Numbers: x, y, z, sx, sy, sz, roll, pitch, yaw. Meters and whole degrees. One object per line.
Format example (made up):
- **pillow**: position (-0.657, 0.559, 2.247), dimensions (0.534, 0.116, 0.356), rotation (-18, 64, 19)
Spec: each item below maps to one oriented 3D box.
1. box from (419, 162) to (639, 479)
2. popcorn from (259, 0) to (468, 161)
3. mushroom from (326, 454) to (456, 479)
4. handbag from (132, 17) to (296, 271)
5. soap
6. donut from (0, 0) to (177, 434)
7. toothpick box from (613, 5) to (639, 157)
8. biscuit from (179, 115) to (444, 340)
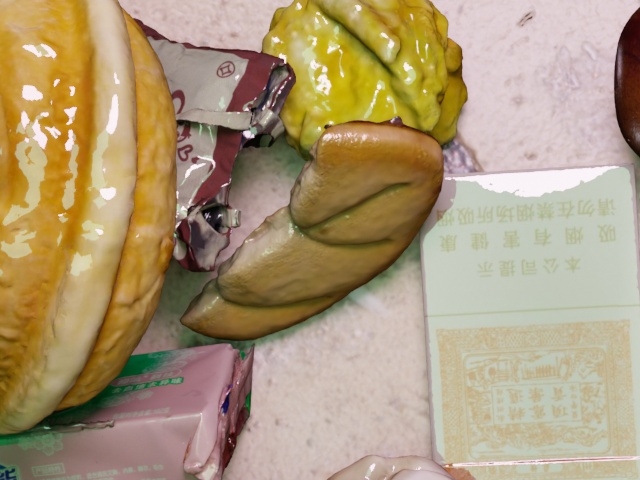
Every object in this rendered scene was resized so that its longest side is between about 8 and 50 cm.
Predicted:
- **box**: position (0.199, 0.116, 1.477), dimensions (0.205, 0.051, 0.365), rotation (-3, 87, 7)
- **popcorn**: position (0.041, -0.153, 1.468), dimensions (0.198, 0.155, 0.197), rotation (5, 104, 19)
- **mushroom**: position (-0.034, 0.360, 1.398), dimensions (0.397, 0.224, 0.313), rotation (-18, 127, -13)
- **handbag**: position (-0.135, -0.087, 1.474), dimensions (0.235, 0.127, 0.213), rotation (20, 91, 46)
- **soap**: position (-0.202, 0.174, 1.464), dimensions (0.273, 0.218, 0.098), rotation (-8, 105, 11)
- **donut**: position (-0.274, -0.048, 1.383), dimensions (0.198, 0.449, 0.448), rotation (9, 88, -32)
- **toothpick box**: position (0.407, -0.141, 1.398), dimensions (0.295, 0.192, 0.192), rotation (0, 87, 4)
- **biscuit**: position (0.003, 0.002, 1.448), dimensions (0.299, 0.154, 0.045), rotation (-51, 40, 36)
